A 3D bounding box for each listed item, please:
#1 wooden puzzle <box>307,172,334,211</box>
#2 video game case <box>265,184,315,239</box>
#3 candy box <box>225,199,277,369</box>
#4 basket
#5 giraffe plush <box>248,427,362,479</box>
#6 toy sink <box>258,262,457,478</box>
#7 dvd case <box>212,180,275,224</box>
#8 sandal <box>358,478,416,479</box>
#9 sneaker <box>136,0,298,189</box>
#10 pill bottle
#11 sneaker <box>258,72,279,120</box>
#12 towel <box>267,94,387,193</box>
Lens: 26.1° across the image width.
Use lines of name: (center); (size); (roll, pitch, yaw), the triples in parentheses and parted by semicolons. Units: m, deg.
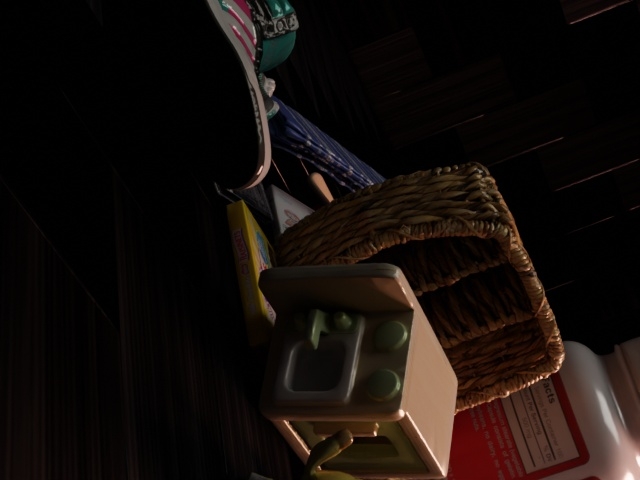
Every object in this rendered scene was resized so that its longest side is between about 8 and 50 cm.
wooden puzzle: (0.051, 0.035, 2.136); (0.221, 0.044, 0.238); (62, 0, -40)
video game case: (0.000, 0.000, 1.797); (0.157, 0.019, 0.143); (32, 19, -21)
candy box: (-0.063, 0.062, 1.507); (0.105, 0.027, 0.206); (58, 14, -47)
basket: (0.104, 0.071, 1.603); (0.213, 0.299, 0.223); (58, 14, -51)
giraffe plush: (0.033, 0.284, 1.254); (0.210, 0.181, 0.170); (36, -12, 16)
toy sink: (0.033, 0.142, 1.398); (0.234, 0.153, 0.131); (61, 32, -50)
dvd case: (-0.112, -0.113, 1.647); (0.221, 0.018, 0.164); (36, 34, -76)
sandal: (0.067, 0.289, 1.577); (0.240, 0.088, 0.079); (-51, 122, -74)
sneaker: (-0.090, -0.191, 1.533); (0.178, 0.124, 0.295); (-1, 67, -55)
pill bottle: (0.268, 0.268, 1.797); (0.229, 0.408, 0.229); (-20, 90, -82)
sneaker: (-0.101, -0.197, 1.824); (0.076, 0.065, 0.166); (51, 10, -24)
towel: (0.042, -0.092, 1.935); (0.336, 0.040, 0.243); (35, 9, -22)
